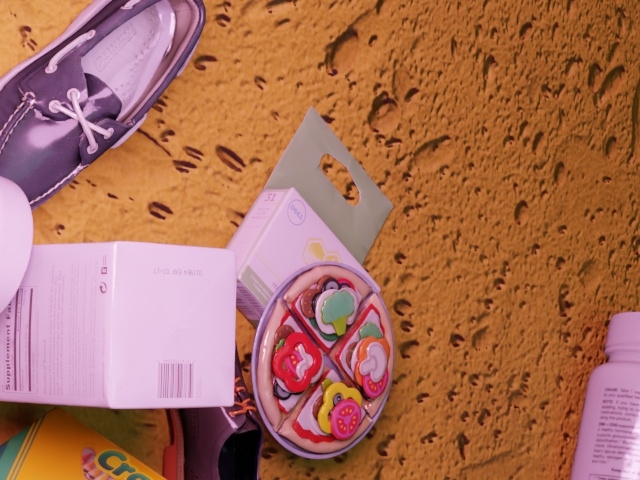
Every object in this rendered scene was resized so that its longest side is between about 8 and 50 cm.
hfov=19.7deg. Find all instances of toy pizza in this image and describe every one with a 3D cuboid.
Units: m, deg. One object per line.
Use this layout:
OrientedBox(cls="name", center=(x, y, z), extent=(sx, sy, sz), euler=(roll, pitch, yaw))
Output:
OrientedBox(cls="toy pizza", center=(0.011, 0.122, 1.864), extent=(0.201, 0.032, 0.201), euler=(-2, 93, -44))

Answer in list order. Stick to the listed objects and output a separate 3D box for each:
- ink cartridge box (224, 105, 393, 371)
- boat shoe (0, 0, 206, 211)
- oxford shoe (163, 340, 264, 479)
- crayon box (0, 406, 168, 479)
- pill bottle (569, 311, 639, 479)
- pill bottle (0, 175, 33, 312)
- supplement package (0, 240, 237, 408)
OrientedBox(cls="ink cartridge box", center=(0.000, 0.000, 1.914), extent=(0.171, 0.056, 0.235), euler=(49, 58, -33))
OrientedBox(cls="boat shoe", center=(-0.214, -0.132, 1.666), extent=(0.114, 0.091, 0.302), euler=(52, 55, -32))
OrientedBox(cls="oxford shoe", center=(-0.095, 0.147, 1.779), extent=(0.097, 0.098, 0.271), euler=(-10, 96, -46))
OrientedBox(cls="crayon box", center=(-0.183, 0.273, 1.562), extent=(0.165, 0.278, 0.081), euler=(-35, 144, -41))
OrientedBox(cls="pill bottle", center=(0.394, 0.240, 2.239), extent=(0.160, 0.160, 0.283), euler=(25, 72, -43))
OrientedBox(cls="pill bottle", center=(-0.378, -0.022, 1.445), extent=(0.283, 0.161, 0.161), euler=(21, 74, -44))
OrientedBox(cls="supplement package", center=(-0.202, 0.072, 1.566), extent=(0.139, 0.244, 0.134), euler=(5, 85, -45))
